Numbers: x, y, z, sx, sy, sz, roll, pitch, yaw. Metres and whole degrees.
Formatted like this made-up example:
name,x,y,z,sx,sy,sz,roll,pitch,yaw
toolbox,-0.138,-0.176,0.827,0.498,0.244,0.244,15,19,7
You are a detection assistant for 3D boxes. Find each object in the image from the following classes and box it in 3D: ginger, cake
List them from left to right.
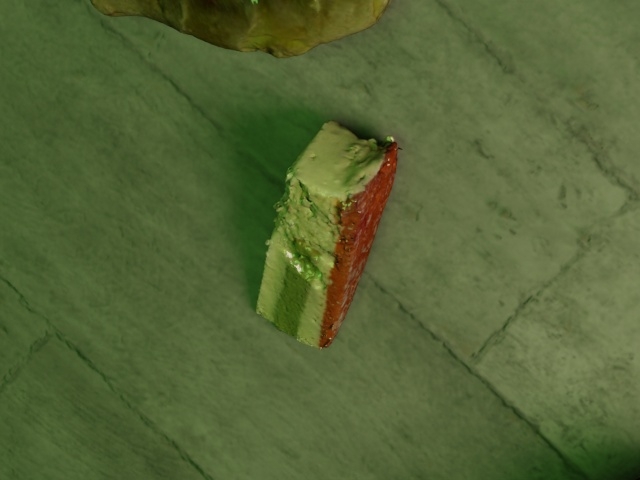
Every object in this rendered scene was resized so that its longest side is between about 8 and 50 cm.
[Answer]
name,x,y,z,sx,sy,sz,roll,pitch,yaw
ginger,-0.062,-0.218,1.222,0.263,0.109,0.116,6,134,18
cake,0.010,-0.014,1.292,0.086,0.116,0.220,27,144,13

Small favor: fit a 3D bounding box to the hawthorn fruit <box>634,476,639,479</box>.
name,x,y,z,sx,sy,sz,roll,pitch,yaw
hawthorn fruit,0.317,0.341,1.183,0.298,0.277,0.277,30,114,-12
